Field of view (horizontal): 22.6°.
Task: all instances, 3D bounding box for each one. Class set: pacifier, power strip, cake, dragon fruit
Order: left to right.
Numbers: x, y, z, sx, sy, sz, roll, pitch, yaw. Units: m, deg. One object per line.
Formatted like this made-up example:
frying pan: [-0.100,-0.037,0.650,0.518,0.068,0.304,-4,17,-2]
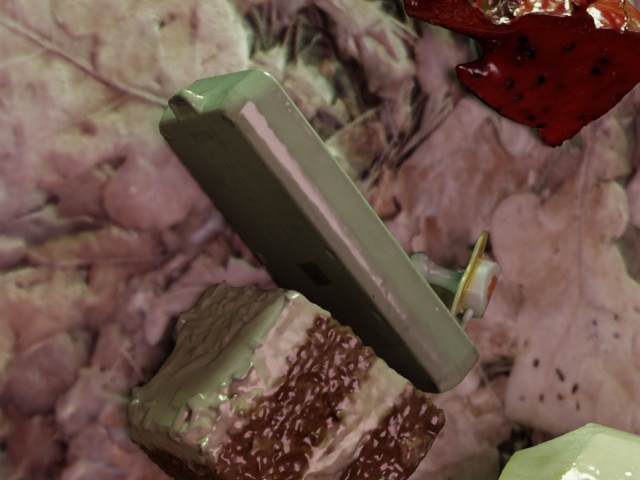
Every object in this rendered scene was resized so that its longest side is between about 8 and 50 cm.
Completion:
cake: [-0.027,0.113,1.016,0.147,0.134,0.135,46,69,-27]
power strip: [0.000,0.000,1.037,0.046,0.118,0.270,-45,109,-23]
pacifier: [0.090,0.028,1.129,0.064,0.068,0.083,21,59,8]
dragon fruit: [0.138,-0.156,1.150,0.192,0.122,0.092,16,43,-23]

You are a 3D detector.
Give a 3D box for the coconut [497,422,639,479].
coconut: [0.213,0.247,1.079,0.241,0.241,0.241,0,90,-27]
